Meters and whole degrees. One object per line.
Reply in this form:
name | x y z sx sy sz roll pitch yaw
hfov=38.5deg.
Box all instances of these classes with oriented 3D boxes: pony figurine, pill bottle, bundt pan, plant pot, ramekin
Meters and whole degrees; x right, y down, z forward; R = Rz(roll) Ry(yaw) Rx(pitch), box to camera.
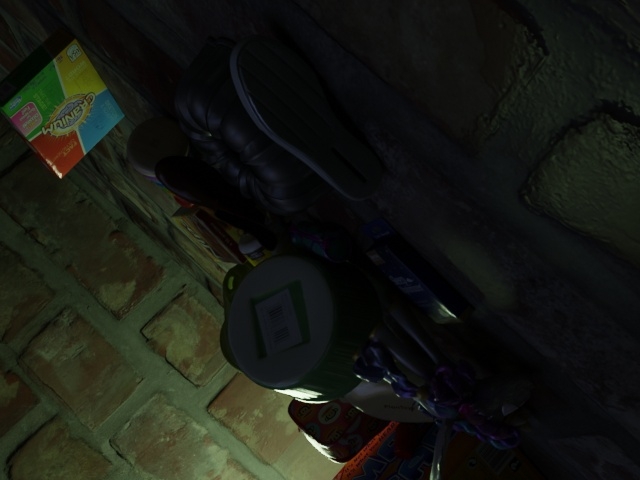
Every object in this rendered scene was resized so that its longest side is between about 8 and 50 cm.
pony figurine | 0.232 0.282 1.668 0.363 0.302 0.351 39 -162 6
pill bottle | -0.077 0.051 2.056 0.215 0.117 0.117 49 165 -22
bundt pan | -0.114 -0.166 1.499 0.331 0.124 0.331 41 167 12
plant pot | -0.154 0.183 2.445 0.276 0.276 0.253 36 153 29
ramekin | -0.041 0.168 1.835 0.303 0.303 0.148 34 -172 35

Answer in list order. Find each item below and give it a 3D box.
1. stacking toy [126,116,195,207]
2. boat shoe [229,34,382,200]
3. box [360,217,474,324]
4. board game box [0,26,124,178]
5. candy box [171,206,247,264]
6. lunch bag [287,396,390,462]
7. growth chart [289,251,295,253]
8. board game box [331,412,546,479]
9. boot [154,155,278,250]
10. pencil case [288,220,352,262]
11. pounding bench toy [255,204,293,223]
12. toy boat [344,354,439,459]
stacking toy | -0.344 -0.164 2.166 0.141 0.141 0.330 39 171 16
boat shoe | -0.031 -0.166 1.305 0.302 0.109 0.094 48 168 -30
box | 0.156 0.058 1.596 0.225 0.036 0.136 46 166 -4
board game box | -0.637 -0.329 2.241 0.064 0.242 0.316 35 165 25
candy box | -0.281 -0.030 2.450 0.183 0.087 0.316 47 165 -14
lunch bag | 0.063 0.387 2.300 0.258 0.293 0.120 33 162 50
growth chart | -0.002 0.139 2.014 0.237 0.021 0.172 29 124 -8
board game box | 0.303 0.627 2.202 0.356 0.356 0.356 49 165 -19
boot | -0.223 -0.074 1.900 0.264 0.096 0.280 35 -172 -16
pencil case | 0.000 0.000 1.794 0.070 0.064 0.152 25 176 -30
pounding bench toy | -0.092 -0.077 1.852 0.083 0.052 0.065 37 165 24
toy boat | 0.184 0.352 2.059 0.268 0.148 0.318 4 137 15
